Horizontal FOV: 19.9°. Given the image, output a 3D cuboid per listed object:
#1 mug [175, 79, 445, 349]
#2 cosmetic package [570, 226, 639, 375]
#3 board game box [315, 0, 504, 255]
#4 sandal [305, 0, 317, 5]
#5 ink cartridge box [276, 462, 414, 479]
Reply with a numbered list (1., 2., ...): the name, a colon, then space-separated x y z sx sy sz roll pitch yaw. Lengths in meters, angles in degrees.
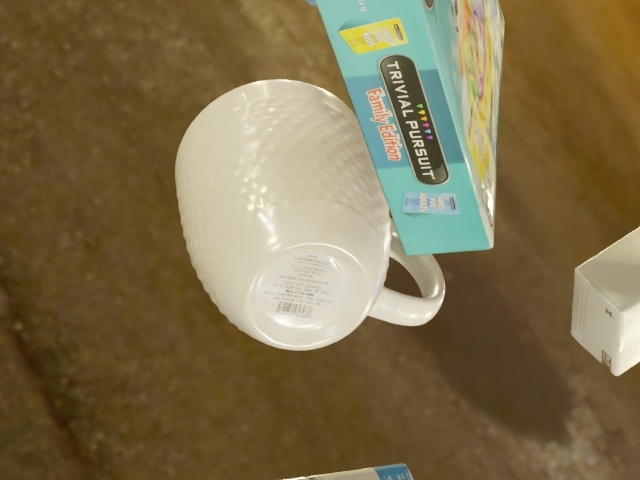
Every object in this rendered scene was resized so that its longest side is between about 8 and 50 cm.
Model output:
1. mug: 0.000 0.000 2.419 0.374 0.276 0.328 22 26 -22
2. cosmetic package: 0.382 0.034 1.980 0.085 0.231 0.117 46 -25 35
3. board game box: 0.076 -0.189 1.431 0.336 0.079 0.254 68 23 -51
4. sandal: 0.014 -0.328 1.807 0.126 0.138 0.317 49 13 -26
5. ink cartridge box: -0.055 0.302 1.594 0.307 0.223 0.129 6 58 -61
